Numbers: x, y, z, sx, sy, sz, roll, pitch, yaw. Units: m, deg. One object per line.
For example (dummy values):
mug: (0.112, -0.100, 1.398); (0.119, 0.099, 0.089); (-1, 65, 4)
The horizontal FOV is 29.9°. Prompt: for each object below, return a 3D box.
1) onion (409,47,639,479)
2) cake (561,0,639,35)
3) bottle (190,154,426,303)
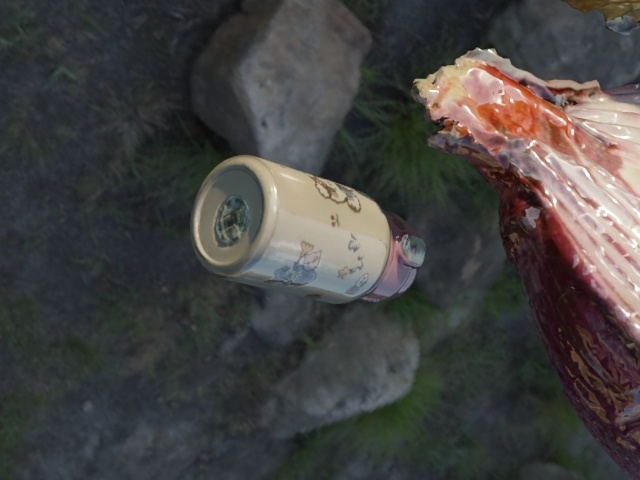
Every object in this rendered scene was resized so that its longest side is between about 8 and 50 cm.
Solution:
onion: (0.195, 0.027, 0.669); (0.267, 0.348, 0.159); (-53, 170, -39)
cake: (0.292, -0.405, 1.109); (0.293, 0.314, 0.307); (12, 74, -26)
bottle: (0.000, 0.000, 1.092); (0.233, 0.110, 0.110); (16, 110, -45)
